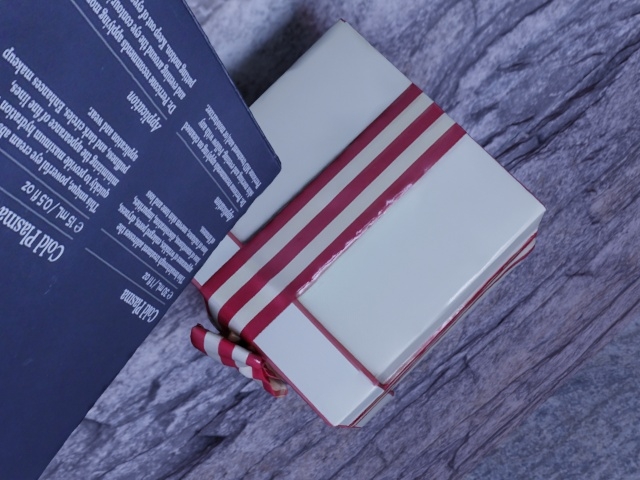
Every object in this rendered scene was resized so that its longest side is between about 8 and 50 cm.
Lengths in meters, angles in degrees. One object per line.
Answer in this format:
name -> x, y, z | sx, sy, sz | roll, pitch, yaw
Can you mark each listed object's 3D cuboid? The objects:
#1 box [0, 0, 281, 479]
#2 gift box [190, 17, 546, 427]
box -> -0.211, -0.020, 0.548 | 0.312, 0.179, 0.343 | -53, 163, -8
gift box -> 0.000, 0.000, 0.880 | 0.258, 0.276, 0.255 | -46, 163, -3
